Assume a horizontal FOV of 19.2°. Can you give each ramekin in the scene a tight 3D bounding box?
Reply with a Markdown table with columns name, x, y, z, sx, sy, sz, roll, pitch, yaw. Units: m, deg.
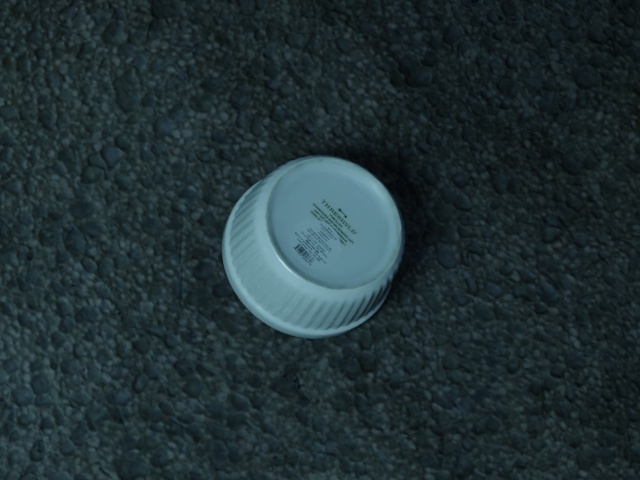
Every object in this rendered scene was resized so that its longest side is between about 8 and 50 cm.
| name | x | y | z | sx | sy | sz | roll | pitch | yaw |
| --- | --- | --- | --- | --- | --- | --- | --- | --- | --- |
| ramekin | 0.000 | 0.000 | 2.171 | 0.207 | 0.109 | 0.207 | 7 | 68 | -16 |
